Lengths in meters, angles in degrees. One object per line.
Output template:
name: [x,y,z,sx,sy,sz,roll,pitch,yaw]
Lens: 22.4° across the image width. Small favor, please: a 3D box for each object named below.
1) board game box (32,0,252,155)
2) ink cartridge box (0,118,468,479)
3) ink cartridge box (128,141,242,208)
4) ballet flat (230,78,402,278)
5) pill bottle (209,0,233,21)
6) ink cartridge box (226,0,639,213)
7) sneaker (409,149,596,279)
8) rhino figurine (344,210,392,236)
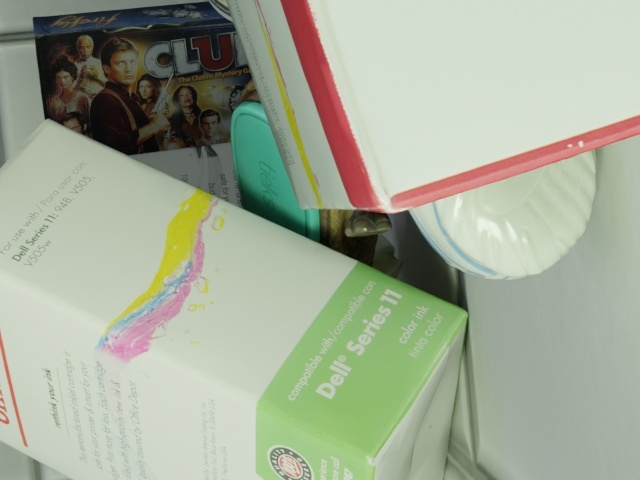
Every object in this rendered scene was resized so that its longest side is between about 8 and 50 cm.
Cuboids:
board game box: [-0.121,-0.125,1.420,0.042,0.243,0.165,-107,12,-59]
ink cartridge box: [-0.101,0.065,0.963,0.119,0.353,0.207,-54,-20,-34]
ink cartridge box: [-0.109,0.029,1.339,0.115,0.273,0.198,88,173,-53]
ballet flat: [0.000,0.000,1.021,0.116,0.124,0.342,40,148,24]
pill bottle: [-0.039,-0.251,1.188,0.184,0.103,0.103,93,169,-53]
ink cartridge box: [0.042,-0.084,0.413,0.176,0.128,0.127,-174,65,-83]
sneaker: [0.051,-0.103,0.593,0.086,0.085,0.237,-170,75,-73]
rhino figurine: [0.044,-0.072,0.759,0.243,0.073,0.106,129,132,-79]
